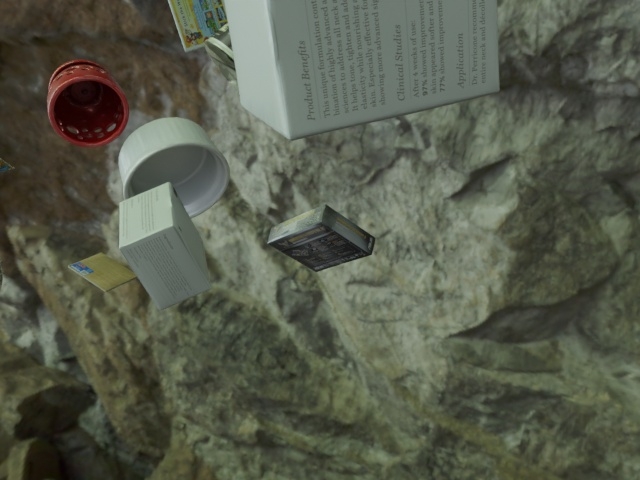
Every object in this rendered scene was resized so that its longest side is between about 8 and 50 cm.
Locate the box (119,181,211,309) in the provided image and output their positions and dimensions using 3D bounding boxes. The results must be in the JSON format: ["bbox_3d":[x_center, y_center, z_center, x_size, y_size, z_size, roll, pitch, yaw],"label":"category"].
[{"bbox_3d":[-0.321,0.010,1.343,0.119,0.181,0.182,-23,-54,-1],"label":"box"}]

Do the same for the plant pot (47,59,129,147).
[{"bbox_3d":[-0.594,-0.358,1.650,0.191,0.191,0.174,44,9,-43],"label":"plant pot"}]

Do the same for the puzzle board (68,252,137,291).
[{"bbox_3d":[-0.500,0.074,1.498,0.128,0.096,0.011,27,-59,23],"label":"puzzle board"}]

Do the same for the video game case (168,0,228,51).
[{"bbox_3d":[-0.268,-0.600,1.585,0.026,0.206,0.227,-103,177,-73],"label":"video game case"}]

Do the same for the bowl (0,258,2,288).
[{"bbox_3d":[-0.339,0.011,0.570,0.142,0.053,0.142,48,-9,-17],"label":"bowl"}]

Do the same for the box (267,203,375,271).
[{"bbox_3d":[0.000,0.000,1.713,0.183,0.056,0.231,32,-33,-29],"label":"box"}]

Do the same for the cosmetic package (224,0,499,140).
[{"bbox_3d":[0.056,-0.402,1.138,0.327,0.393,0.330,-133,-148,-61],"label":"cosmetic package"}]

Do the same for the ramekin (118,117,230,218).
[{"bbox_3d":[-0.388,-0.186,1.693,0.135,0.277,0.277,60,1,35],"label":"ramekin"}]

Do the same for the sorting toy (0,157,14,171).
[{"bbox_3d":[-0.675,-0.143,1.320,0.083,0.012,0.062,-16,-12,-1],"label":"sorting toy"}]

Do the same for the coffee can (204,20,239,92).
[{"bbox_3d":[-0.082,-0.441,1.399,0.201,0.275,0.201,43,-7,6],"label":"coffee can"}]
